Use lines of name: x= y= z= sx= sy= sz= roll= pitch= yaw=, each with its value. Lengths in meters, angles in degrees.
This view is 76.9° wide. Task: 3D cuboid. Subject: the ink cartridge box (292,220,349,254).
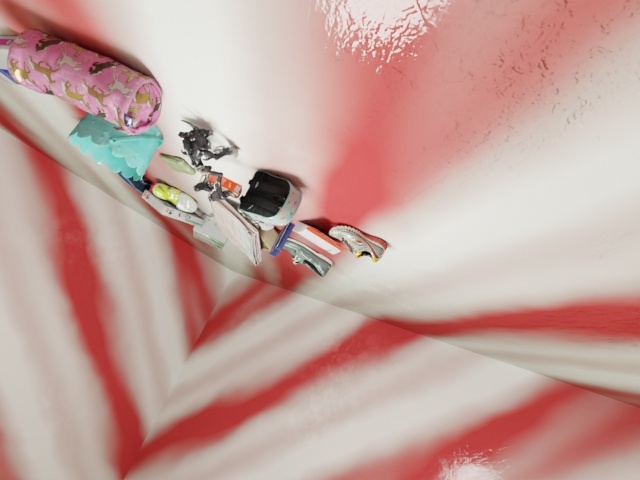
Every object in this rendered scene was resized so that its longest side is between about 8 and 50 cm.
ink cartridge box: x=0.000 y=0.000 z=1.642 sx=0.189 sy=0.066 sz=0.232 roll=32 pitch=-177 yaw=-21

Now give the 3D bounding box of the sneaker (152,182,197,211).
sneaker: x=-0.765 y=-0.234 z=2.129 sx=0.240 sy=0.091 sz=0.126 roll=33 pitch=-179 yaw=-27

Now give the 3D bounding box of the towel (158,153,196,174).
towel: x=-0.597 y=-0.315 z=1.682 sx=0.148 sy=0.027 sz=0.110 roll=16 pitch=163 yaw=28

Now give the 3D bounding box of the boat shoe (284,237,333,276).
boat shoe: x=-0.092 y=0.083 z=2.062 sx=0.320 sy=0.099 sz=0.116 roll=28 pitch=164 yaw=-11

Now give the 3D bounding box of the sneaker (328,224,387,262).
sneaker: x=0.132 y=0.011 z=1.510 sx=0.225 sy=0.092 sz=0.088 roll=22 pitch=165 yaw=15

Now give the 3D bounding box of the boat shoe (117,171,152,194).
boat shoe: x=-0.967 y=-0.326 z=2.107 sx=0.109 sy=0.089 sz=0.258 roll=38 pitch=170 yaw=3

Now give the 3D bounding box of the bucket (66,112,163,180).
bucket: x=-0.716 y=-0.360 z=1.434 sx=0.281 sy=0.183 sz=0.281 roll=24 pitch=165 yaw=7

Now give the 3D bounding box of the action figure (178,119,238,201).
action figure: x=-0.360 y=-0.269 z=1.291 sx=0.164 sy=0.141 sz=0.275 roll=27 pitch=140 yaw=25

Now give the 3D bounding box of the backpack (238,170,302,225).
backpack: x=-0.156 y=-0.131 z=1.354 sx=0.188 sy=0.165 sz=0.144 roll=17 pitch=165 yaw=41

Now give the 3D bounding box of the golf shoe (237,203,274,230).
golf shoe: x=-0.273 y=-0.103 z=1.785 sx=0.198 sy=0.077 sz=0.094 roll=34 pitch=162 yaw=-31

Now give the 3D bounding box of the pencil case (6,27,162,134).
pencil case: x=-0.645 y=-0.435 z=1.115 sx=0.386 sy=0.167 sz=0.160 roll=25 pitch=165 yaw=2

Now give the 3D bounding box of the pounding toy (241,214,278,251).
pounding toy: x=-0.313 y=-0.059 z=1.974 sx=0.181 sy=0.094 sz=0.206 roll=9 pitch=141 yaw=50

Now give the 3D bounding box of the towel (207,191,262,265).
towel: x=-0.411 y=-0.050 z=1.953 sx=0.317 sy=0.053 sz=0.331 roll=41 pitch=156 yaw=17

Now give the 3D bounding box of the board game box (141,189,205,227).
board game box: x=-0.790 y=-0.168 z=2.191 sx=0.193 sy=0.053 sz=0.305 roll=35 pitch=-176 yaw=27

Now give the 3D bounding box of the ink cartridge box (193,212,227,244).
ink cartridge box: x=-0.666 y=-0.046 z=2.478 sx=0.201 sy=0.117 sz=0.278 roll=28 pitch=164 yaw=-11

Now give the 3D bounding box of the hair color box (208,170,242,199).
hair color box: x=-0.391 y=-0.224 z=1.634 sx=0.141 sy=0.043 sz=0.072 roll=25 pitch=163 yaw=-3

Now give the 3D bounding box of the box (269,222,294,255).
box: x=-0.175 y=-0.005 z=1.836 sx=0.037 sy=0.136 sz=0.225 roll=29 pitch=164 yaw=-8

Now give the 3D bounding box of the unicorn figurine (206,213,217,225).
unicorn figurine: x=-0.592 y=-0.113 z=2.285 sx=0.162 sy=0.060 sz=0.111 roll=17 pitch=172 yaw=-40

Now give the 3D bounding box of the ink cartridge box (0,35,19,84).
ink cartridge box: x=-1.028 y=-0.597 z=1.358 sx=0.371 sy=0.069 sz=0.175 roll=14 pitch=162 yaw=26
